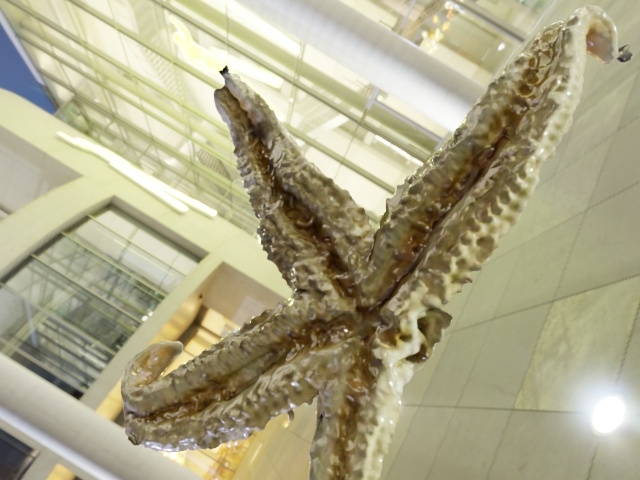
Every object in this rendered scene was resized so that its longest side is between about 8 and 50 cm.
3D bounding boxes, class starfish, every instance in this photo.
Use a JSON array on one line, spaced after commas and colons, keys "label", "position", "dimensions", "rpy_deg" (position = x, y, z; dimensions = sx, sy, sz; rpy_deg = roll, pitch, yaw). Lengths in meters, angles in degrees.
[{"label": "starfish", "position": [0.000, 0.000, 0.385], "dimensions": [0.082, 0.324, 0.432], "rpy_deg": [26, -94, -57]}]
